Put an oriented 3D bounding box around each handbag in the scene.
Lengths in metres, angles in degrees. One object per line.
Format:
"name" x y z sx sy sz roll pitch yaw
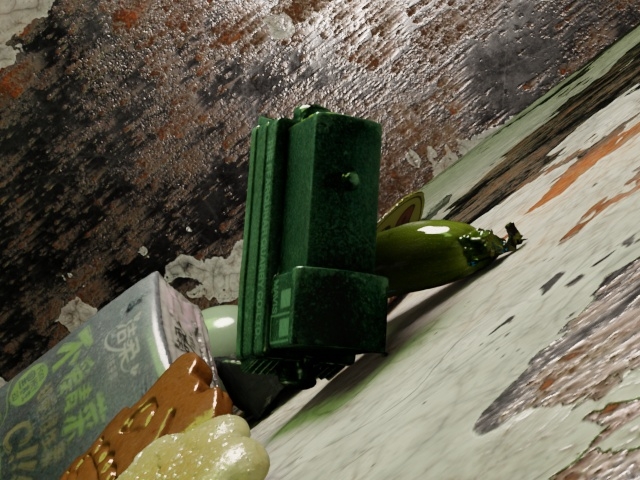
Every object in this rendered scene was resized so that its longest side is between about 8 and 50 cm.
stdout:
"handbag" -0.051 0.157 1.471 0.175 0.088 0.270 -30 1 -11

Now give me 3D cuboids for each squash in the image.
"squash" 0.097 0.027 1.295 0.332 0.087 0.087 -17 16 46

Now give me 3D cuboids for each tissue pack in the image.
"tissue pack" -0.312 0.253 1.407 0.394 0.124 0.288 -38 36 10

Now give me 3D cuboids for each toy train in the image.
"toy train" 0.000 0.000 1.215 0.139 0.330 0.178 8 -11 -24

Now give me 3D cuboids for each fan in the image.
"fan" 0.110 0.006 1.619 0.335 0.011 0.229 -39 -24 -43

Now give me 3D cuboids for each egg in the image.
"egg" -0.165 0.182 1.759 0.192 0.149 0.149 -36 2 15

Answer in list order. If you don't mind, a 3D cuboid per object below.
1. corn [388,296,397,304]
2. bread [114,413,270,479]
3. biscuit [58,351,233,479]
"corn" 0.095 0.043 1.516 0.079 0.079 0.237 -36 -2 35
"bread" -0.132 0.232 0.931 0.182 0.039 0.251 -24 20 32
"biscuit" -0.216 0.252 1.150 0.306 0.043 0.284 -37 25 19
